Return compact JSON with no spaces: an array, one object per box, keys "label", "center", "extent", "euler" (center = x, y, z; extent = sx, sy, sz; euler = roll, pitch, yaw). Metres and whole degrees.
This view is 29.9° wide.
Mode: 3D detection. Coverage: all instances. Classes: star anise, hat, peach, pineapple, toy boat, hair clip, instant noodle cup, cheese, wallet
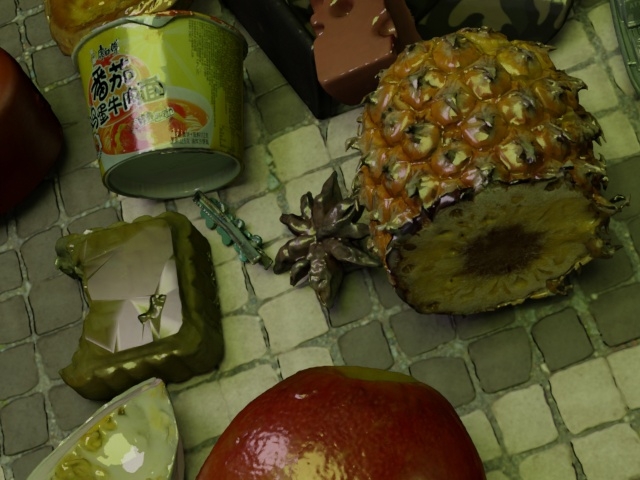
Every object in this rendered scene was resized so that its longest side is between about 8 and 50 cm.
[{"label":"star anise","center":[0.000,0.000,1.667],"extent":[0.182,0.065,0.195],"euler":[-19,70,35]},{"label":"hat","center":[0.166,-0.421,1.727],"extent":[0.382,0.257,0.366],"euler":[8,81,35]},{"label":"peach","center":[0.021,0.329,1.407],"extent":[0.290,0.373,0.372],"euler":[7,65,53]},{"label":"pineapple","center":[0.202,-0.091,1.532],"extent":[0.352,0.352,0.300],"euler":[-13,54,10]},{"label":"toy boat","center":[0.454,-0.277,1.666],"extent":[0.078,0.085,0.260],"euler":[-13,64,9]},{"label":"hair clip","center":[-0.129,-0.011,1.739],"extent":[0.049,0.049,0.173],"euler":[-42,58,-5]},{"label":"instant noodle cup","center":[-0.223,-0.183,1.738],"extent":[0.264,0.264,0.200],"euler":[-11,74,11]},{"label":"cheese","center":[0.063,-0.272,1.642],"extent":[0.128,0.203,0.177],"euler":[-19,27,18]},{"label":"wallet","center":[-0.075,-0.336,1.798],"extent":[0.044,0.170,0.321],"euler":[-28,61,-15]}]

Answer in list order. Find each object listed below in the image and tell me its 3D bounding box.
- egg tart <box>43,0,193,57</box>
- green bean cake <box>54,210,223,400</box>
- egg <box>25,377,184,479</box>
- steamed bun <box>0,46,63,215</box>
[{"label":"egg tart","center":[-0.291,-0.416,1.889],"extent":[0.341,0.129,0.341],"euler":[-19,56,31]},{"label":"green bean cake","center":[-0.267,0.089,1.687],"extent":[0.233,0.124,0.236],"euler":[-16,64,9]},{"label":"egg","center":[-0.268,0.331,1.562],"extent":[0.206,0.161,0.271],"euler":[-23,21,40]},{"label":"steamed bun","center":[-0.599,-0.146,1.821],"extent":[0.379,0.235,0.248],"euler":[-2,64,15]}]
